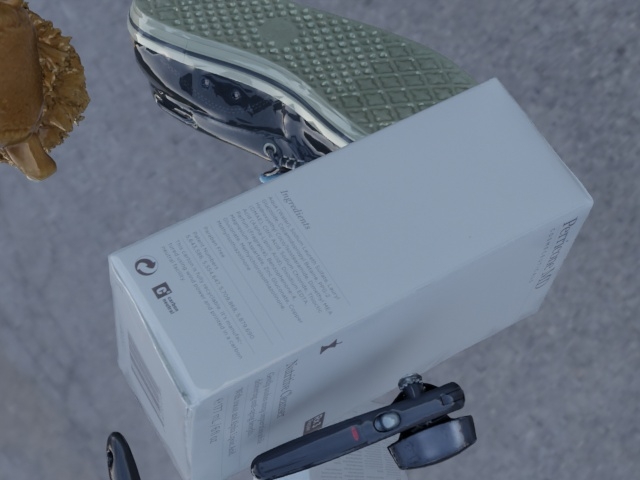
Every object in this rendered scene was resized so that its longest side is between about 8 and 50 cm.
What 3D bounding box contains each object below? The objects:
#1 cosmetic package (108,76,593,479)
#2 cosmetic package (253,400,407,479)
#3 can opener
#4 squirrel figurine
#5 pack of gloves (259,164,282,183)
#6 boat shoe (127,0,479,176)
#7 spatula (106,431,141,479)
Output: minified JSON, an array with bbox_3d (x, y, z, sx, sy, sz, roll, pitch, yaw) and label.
[{"bbox_3d":[0.022,0.039,1.182,0.156,0.385,0.217,58,162,23],"label":"cosmetic package"},{"bbox_3d":[0.025,0.373,1.972,0.097,0.377,0.284,-13,74,21],"label":"cosmetic package"},{"bbox_3d":[0.032,0.158,1.106,0.059,0.186,0.073,83,171,-71],"label":"can opener"},{"bbox_3d":[-0.369,-0.170,1.220,0.370,0.397,0.281,4,105,29],"label":"squirrel figurine"},{"bbox_3d":[0.000,0.000,1.653,0.232,0.046,0.195,23,134,-22],"label":"pack of gloves"},{"bbox_3d":[0.002,-0.144,1.510,0.500,0.187,0.156,25,136,21],"label":"boat shoe"},{"bbox_3d":[-0.127,0.288,1.008,0.084,0.030,0.296,-26,71,60],"label":"spatula"}]
